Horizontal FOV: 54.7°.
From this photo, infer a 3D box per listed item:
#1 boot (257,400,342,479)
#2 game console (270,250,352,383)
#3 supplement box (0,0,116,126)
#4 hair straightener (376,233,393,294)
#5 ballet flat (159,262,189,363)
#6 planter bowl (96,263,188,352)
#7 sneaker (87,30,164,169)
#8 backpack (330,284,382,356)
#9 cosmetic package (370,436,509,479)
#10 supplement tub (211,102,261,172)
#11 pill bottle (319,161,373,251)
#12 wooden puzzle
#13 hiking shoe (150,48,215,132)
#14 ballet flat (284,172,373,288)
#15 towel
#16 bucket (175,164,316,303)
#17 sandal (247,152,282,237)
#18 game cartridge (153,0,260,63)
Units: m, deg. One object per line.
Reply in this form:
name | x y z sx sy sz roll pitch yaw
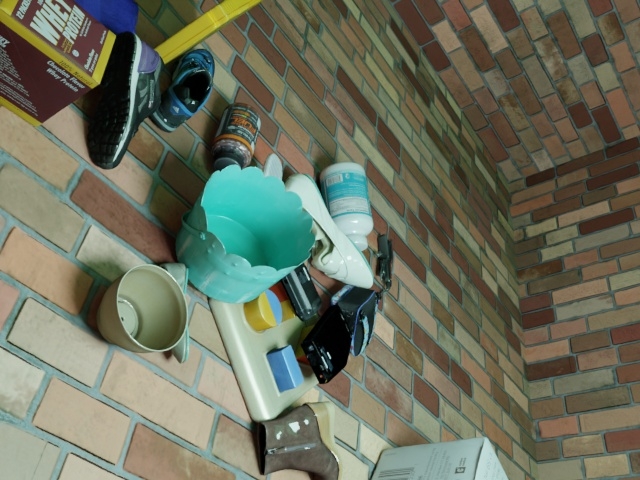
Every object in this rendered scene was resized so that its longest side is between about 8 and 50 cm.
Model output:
boot | -0.053 0.500 1.421 0.207 0.090 0.248 -9 100 -39
game console | -0.021 0.166 1.559 0.361 0.044 0.213 66 25 -9
supplement box | -0.507 -0.335 1.081 0.191 0.194 0.129 38 43 -41
hair straightener | 0.208 0.076 2.108 0.089 0.047 0.230 39 47 -40
ballet flat | -0.305 0.145 1.254 0.068 0.072 0.213 7 62 -26
planter bowl | -0.342 0.135 1.143 0.162 0.109 0.162 34 46 -44
sneaker | -0.382 -0.273 1.276 0.124 0.107 0.283 24 75 -58
backpack | 0.093 0.232 1.757 0.158 0.117 0.173 -39 137 -56
cosmetic package | 0.333 0.782 1.603 0.393 0.327 0.329 62 32 -14
supplement tub | -0.216 -0.251 1.571 0.106 0.106 0.198 43 40 -36
pill bottle | 0.082 -0.098 1.905 0.146 0.146 0.264 22 55 -51
wooden puzzle | -0.089 0.228 1.510 0.348 0.080 0.322 -19 88 -59
hiking shoe | -0.297 -0.375 1.490 0.113 0.132 0.304 48 37 -32
ballet flat | 0.000 0.000 1.763 0.400 0.139 0.139 57 33 -11
towel | -0.513 -0.475 1.280 0.308 0.076 0.227 24 50 -52
bucket | -0.172 -0.009 1.356 0.281 0.183 0.281 23 46 -26
sandal | -0.159 -0.098 1.593 0.102 0.076 0.265 44 51 -55
game cartridge | -0.269 -0.507 1.466 0.052 0.285 0.323 55 34 -22
